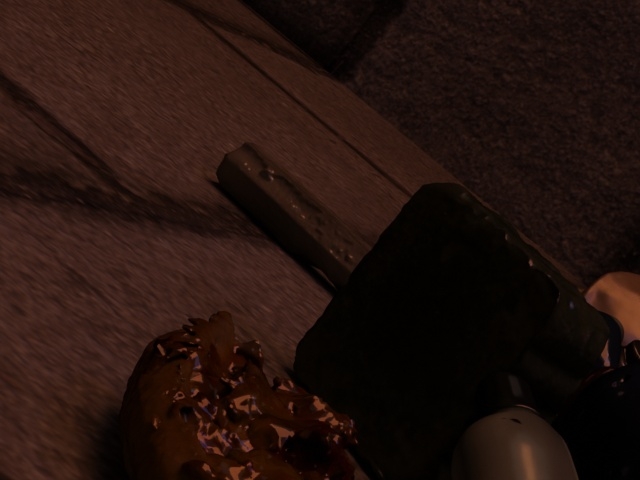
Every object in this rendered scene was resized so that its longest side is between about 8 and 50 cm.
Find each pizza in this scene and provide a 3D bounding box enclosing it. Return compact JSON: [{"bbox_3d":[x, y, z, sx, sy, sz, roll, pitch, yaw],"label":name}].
[{"bbox_3d":[-0.021,0.127,0.911,0.161,0.085,0.305,34,11,-33],"label":"pizza"}]

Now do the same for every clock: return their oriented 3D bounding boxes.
[{"bbox_3d":[0.201,0.153,1.306,0.146,0.199,0.243,15,-1,-40],"label":"clock"}]

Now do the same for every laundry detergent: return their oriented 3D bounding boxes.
[{"bbox_3d":[0.123,0.168,1.105,0.099,0.070,0.226,24,34,-24],"label":"laundry detergent"}]

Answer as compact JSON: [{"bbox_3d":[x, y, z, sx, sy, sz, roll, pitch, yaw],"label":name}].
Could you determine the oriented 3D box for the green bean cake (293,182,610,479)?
[{"bbox_3d":[0.090,0.076,1.288,0.094,0.183,0.185,33,9,-36],"label":"green bean cake"}]

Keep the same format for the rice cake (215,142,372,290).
[{"bbox_3d":[0.000,0.000,1.732,0.256,0.057,0.052,43,27,25],"label":"rice cake"}]

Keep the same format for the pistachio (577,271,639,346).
[{"bbox_3d":[0.345,0.147,1.930,0.299,0.187,0.187,38,9,-20],"label":"pistachio"}]
